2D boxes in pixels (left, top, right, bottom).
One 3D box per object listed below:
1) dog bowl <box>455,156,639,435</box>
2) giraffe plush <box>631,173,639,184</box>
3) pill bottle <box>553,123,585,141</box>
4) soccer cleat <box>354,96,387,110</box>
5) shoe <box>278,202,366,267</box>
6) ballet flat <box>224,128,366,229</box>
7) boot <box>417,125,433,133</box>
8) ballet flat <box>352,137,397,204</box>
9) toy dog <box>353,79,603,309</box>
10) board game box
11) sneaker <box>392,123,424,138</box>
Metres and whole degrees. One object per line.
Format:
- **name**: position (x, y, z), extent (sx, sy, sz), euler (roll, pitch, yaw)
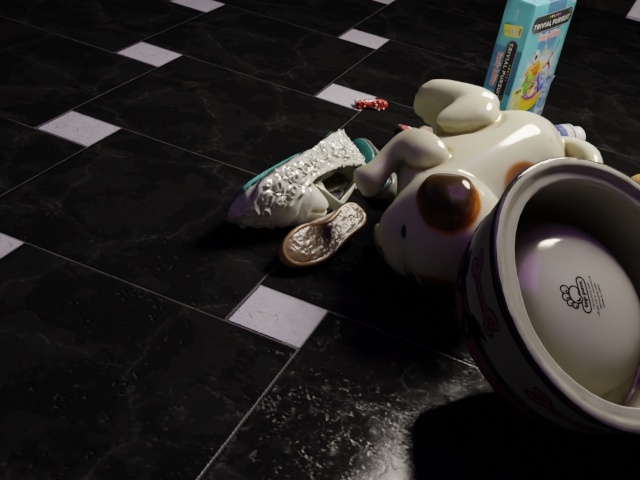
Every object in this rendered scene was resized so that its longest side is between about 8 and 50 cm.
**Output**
- **dog bowl**: position (0.371, 0.093, 1.366), extent (0.408, 0.150, 0.408), euler (12, 62, -25)
- **giraffe plush**: position (0.798, -0.145, 2.051), extent (0.181, 0.170, 0.210), euler (40, 31, 19)
- **pill bottle**: position (0.547, -0.233, 2.184), extent (0.120, 0.067, 0.067), euler (-9, 35, -32)
- **soccer cleat**: position (0.122, -0.333, 2.311), extent (0.083, 0.029, 0.035), euler (-3, 36, -15)
- **shoe**: position (0.000, 0.000, 1.666), extent (0.219, 0.058, 0.076), euler (-30, 81, -45)
- **ballet flat**: position (-0.018, -0.101, 1.760), extent (0.147, 0.147, 0.409), euler (23, 31, 19)
- **boot**: position (0.268, -0.228, 2.168), extent (0.087, 0.042, 0.118), euler (29, 34, 24)
- **ballet flat**: position (0.116, -0.136, 1.942), extent (0.068, 0.072, 0.213), euler (27, 20, -32)
- **toy dog**: position (0.251, -0.055, 1.627), extent (0.395, 0.284, 0.408), euler (12, 35, 24)
- **board game box**: position (0.496, -0.435, 2.309), extent (0.079, 0.336, 0.254), euler (28, 33, 26)
- **sneaker**: position (0.230, -0.187, 2.034), extent (0.093, 0.088, 0.225), euler (2, 31, -19)
